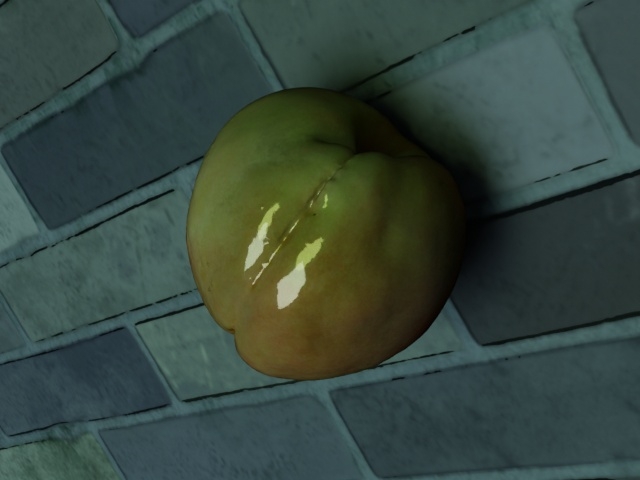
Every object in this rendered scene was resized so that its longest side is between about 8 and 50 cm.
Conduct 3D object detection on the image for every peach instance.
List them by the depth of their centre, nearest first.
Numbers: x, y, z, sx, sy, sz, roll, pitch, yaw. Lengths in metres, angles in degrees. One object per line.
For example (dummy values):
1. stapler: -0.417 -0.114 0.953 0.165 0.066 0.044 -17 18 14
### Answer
1. peach: 0.000 0.000 0.793 0.184 0.184 0.184 27 135 30
